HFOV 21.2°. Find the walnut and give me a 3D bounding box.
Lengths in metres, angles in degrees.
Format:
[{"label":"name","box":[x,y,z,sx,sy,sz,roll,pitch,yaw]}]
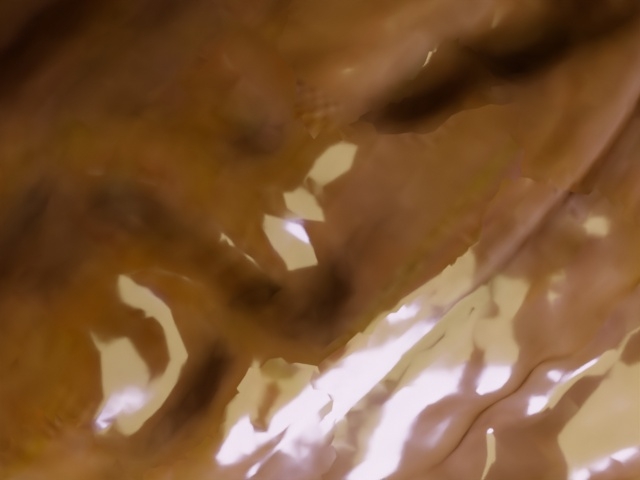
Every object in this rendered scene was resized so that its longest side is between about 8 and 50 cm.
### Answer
[{"label":"walnut","box":[0.000,0.000,0.663,0.398,0.308,0.354,-42,116,7]}]
